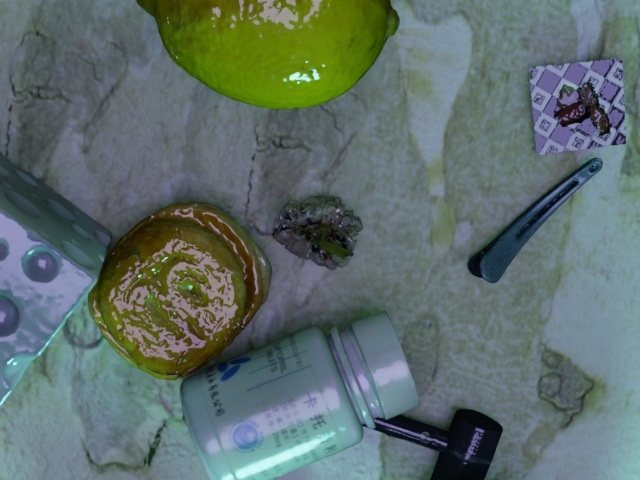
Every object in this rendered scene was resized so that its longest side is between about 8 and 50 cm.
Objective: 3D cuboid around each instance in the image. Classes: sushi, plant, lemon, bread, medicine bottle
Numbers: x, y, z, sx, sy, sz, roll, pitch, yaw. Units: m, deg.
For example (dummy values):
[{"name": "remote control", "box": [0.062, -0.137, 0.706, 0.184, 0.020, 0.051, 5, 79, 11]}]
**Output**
[{"name": "sushi", "box": [0.343, -0.182, 1.502, 0.126, 0.026, 0.120, -7, 106, 0]}, {"name": "plant", "box": [0.000, 0.000, 1.465, 0.116, 0.122, 0.104, 0, 114, -13]}, {"name": "lemon", "box": [-0.064, -0.281, 1.331, 0.319, 0.245, 0.245, 10, 101, 2]}, {"name": "bread", "box": [-0.187, 0.065, 1.457, 0.236, 0.120, 0.198, -43, 99, 4]}, {"name": "medicine bottle", "box": [-0.025, 0.209, 1.480, 0.293, 0.170, 0.170, -21, 103, -1]}]

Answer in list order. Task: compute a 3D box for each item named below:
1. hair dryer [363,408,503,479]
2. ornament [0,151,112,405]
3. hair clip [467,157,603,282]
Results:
[{"name": "hair dryer", "box": [0.135, 0.281, 1.568, 0.219, 0.071, 0.124, 20, 100, -3]}, {"name": "ornament", "box": [-0.427, 0.040, 1.367, 0.239, 0.240, 0.239, 38, 97, -13]}, {"name": "hair clip", "box": [0.293, -0.033, 1.521, 0.229, 0.070, 0.039, -45, 99, -2]}]
